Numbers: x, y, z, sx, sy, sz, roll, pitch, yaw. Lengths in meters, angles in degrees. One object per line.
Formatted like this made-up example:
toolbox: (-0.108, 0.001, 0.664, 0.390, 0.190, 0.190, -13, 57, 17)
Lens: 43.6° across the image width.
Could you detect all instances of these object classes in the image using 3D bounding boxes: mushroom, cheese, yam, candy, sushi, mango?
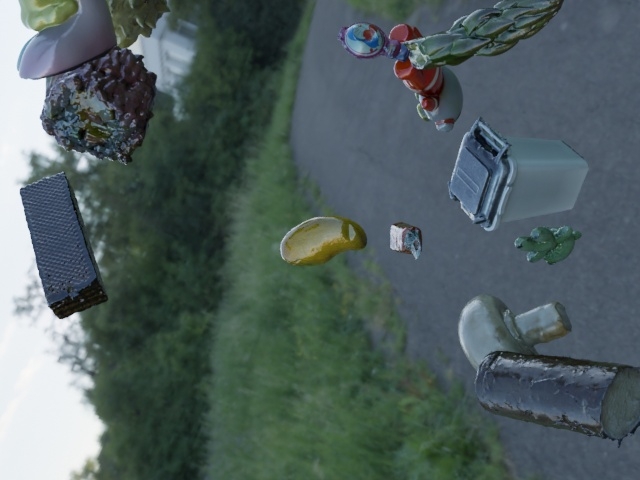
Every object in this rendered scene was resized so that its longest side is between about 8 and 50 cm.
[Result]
mushroom: (0.372, 0.189, 1.581, 0.209, 0.206, 0.206, -54, 12, 43)
cheese: (0.106, -0.389, 1.578, 0.038, 0.145, 0.095, 100, -171, -64)
yam: (0.384, 0.249, 1.312, 0.280, 0.131, 0.131, -1, 62, 53)
candy: (0.233, -0.003, 2.186, 0.292, 0.059, 0.086, -142, 48, -80)
sushi: (-0.462, -0.297, 1.664, 0.270, 0.237, 0.170, -35, 34, 57)
mango: (0.000, 0.000, 1.638, 0.098, 0.190, 0.075, 70, -156, -10)

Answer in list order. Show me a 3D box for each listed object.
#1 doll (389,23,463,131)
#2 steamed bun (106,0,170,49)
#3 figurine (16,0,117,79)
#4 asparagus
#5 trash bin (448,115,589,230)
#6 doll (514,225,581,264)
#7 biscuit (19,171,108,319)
doll: (0.236, -0.340, 1.737, 0.336, 0.106, 0.199, 28, -130, -59)
steamed bun: (-0.478, -0.624, 2.041, 0.295, 0.137, 0.292, -6, -63, -68)
figurine: (-0.492, -0.412, 1.245, 0.206, 0.285, 0.315, -136, 29, -60)
asparagus: (0.240, -0.314, 1.226, 0.287, 0.080, 0.080, -13, 44, 40)
trash bin: (0.611, -0.211, 2.438, 0.255, 0.368, 0.295, -123, 35, -50)
doll: (0.459, -0.003, 1.627, 0.115, 0.150, 0.077, -46, 54, 30)
biscuit: (-0.536, 0.004, 1.655, 0.073, 0.107, 0.388, 77, 166, -45)
